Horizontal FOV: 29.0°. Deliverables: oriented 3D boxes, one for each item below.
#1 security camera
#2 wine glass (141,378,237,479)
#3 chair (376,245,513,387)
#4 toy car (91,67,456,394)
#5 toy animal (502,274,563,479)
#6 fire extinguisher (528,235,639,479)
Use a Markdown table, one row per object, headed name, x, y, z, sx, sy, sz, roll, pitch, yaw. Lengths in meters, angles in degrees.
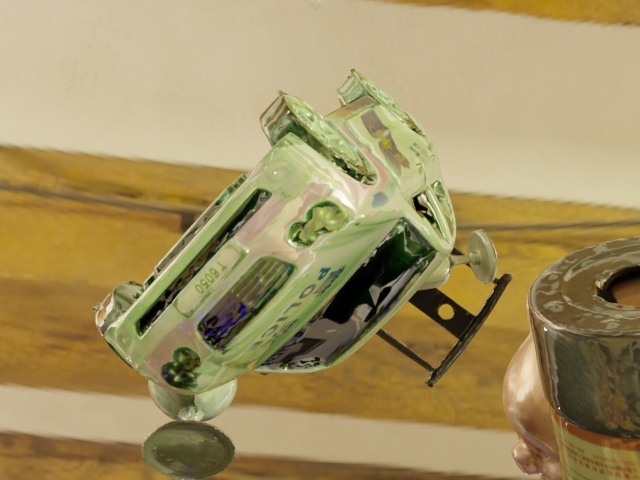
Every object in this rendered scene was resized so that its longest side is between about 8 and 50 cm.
| name | x | y | z | sx | sy | sz | roll | pitch | yaw |
| --- | --- | --- | --- | --- | --- | --- | --- | --- | --- |
| security camera | 0.118 | 0.021 | 1.194 | 0.092 | 0.058 | 0.058 | -10 | -40 | -18 |
| wine glass | -0.146 | 0.149 | 1.412 | 0.103 | 0.231 | 0.103 | -2 | -46 | -2 |
| chair | 0.063 | 0.020 | 1.327 | 0.260 | 0.155 | 0.141 | 36 | -5 | 8 |
| toy car | 0.000 | 0.000 | 0.434 | 0.076 | 0.224 | 0.090 | 44 | -75 | 0 |
| toy animal | 0.243 | 0.164 | 1.018 | 0.154 | 0.166 | 0.250 | -43 | -59 | -15 |
| fire extinguisher | 0.215 | 0.194 | 0.664 | 0.113 | 0.200 | 0.376 | -23 | -64 | -20 |
